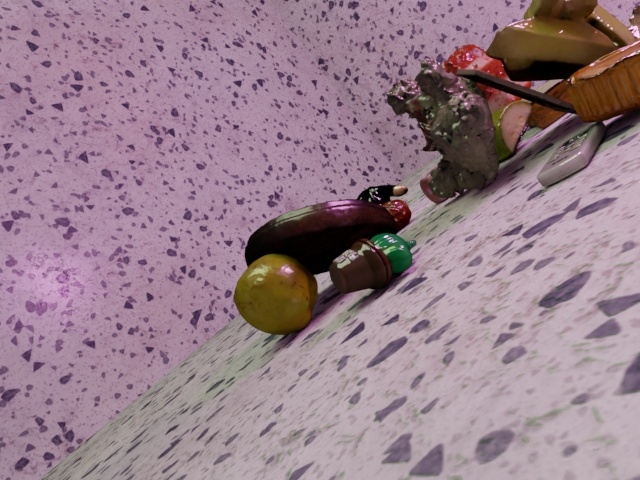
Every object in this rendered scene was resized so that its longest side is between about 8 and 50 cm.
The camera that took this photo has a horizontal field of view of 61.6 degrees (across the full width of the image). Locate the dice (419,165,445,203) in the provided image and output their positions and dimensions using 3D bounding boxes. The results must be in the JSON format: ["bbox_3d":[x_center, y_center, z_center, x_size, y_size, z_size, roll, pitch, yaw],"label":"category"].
[{"bbox_3d":[0.360,-0.172,1.608,0.091,0.094,0.093,-36,4,-13],"label":"dice"}]

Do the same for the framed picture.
[{"bbox_3d":[0.490,-0.367,1.321,0.213,0.289,0.016,-81,10,-73],"label":"framed picture"}]

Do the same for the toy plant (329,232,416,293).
[{"bbox_3d":[0.118,0.037,1.060,0.201,0.105,0.143,-25,7,-19],"label":"toy plant"}]

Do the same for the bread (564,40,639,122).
[{"bbox_3d":[0.542,-0.283,0.940,0.199,0.104,0.199,-27,9,5],"label":"bread"}]

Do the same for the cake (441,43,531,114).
[{"bbox_3d":[0.563,-0.513,1.944,0.269,0.320,0.270,-46,-16,-42],"label":"cake"}]

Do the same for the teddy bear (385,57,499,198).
[{"bbox_3d":[0.315,-0.273,1.304,0.225,0.357,0.367,-25,6,14],"label":"teddy bear"}]

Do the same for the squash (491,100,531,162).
[{"bbox_3d":[0.492,-0.302,1.585,0.169,0.093,0.252,-64,10,-13],"label":"squash"}]

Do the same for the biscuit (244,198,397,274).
[{"bbox_3d":[0.000,0.000,1.403,0.408,0.091,0.407,-13,-17,-4],"label":"biscuit"}]

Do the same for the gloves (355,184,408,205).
[{"bbox_3d":[0.217,-0.115,1.888,0.197,0.152,0.301,-58,9,0],"label":"gloves"}]

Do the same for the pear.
[{"bbox_3d":[-0.105,0.125,1.259,0.200,0.200,0.200,-37,3,2],"label":"pear"}]

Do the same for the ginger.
[{"bbox_3d":[0.597,-0.473,1.181,0.414,0.211,0.358,-21,26,-33],"label":"ginger"}]

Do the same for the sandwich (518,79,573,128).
[{"bbox_3d":[0.725,-0.444,1.618,0.249,0.095,0.273,-36,4,17],"label":"sandwich"}]

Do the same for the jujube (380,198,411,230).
[{"bbox_3d":[0.199,-0.058,1.676,0.176,0.109,0.112,-28,40,7],"label":"jujube"}]

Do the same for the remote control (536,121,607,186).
[{"bbox_3d":[0.438,-0.152,0.934,0.087,0.029,0.190,-34,4,46],"label":"remote control"}]
